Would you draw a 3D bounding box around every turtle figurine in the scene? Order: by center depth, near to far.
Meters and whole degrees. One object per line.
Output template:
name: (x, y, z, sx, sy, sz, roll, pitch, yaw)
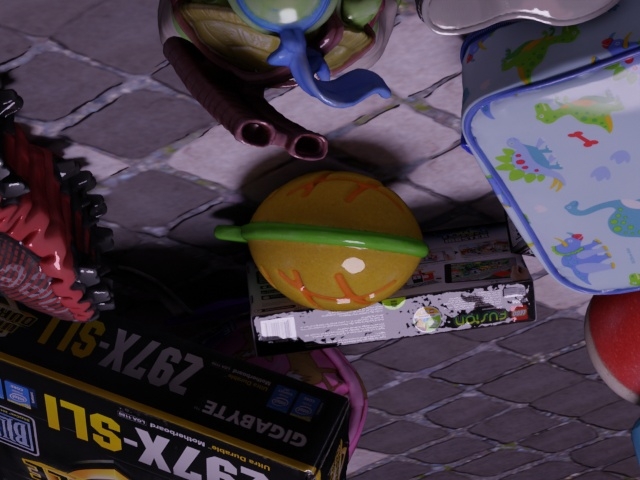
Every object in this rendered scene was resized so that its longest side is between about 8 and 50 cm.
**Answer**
turtle figurine: (-0.022, -0.180, 0.998, 0.198, 0.274, 0.266, -30, 177, -5)

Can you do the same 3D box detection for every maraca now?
maraca: (0.000, 0.000, 1.410, 0.127, 0.099, 0.186, 11, 175, -29)

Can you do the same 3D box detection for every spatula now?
spatula: (-0.143, 0.033, 1.509, 0.084, 0.030, 0.296, -20, 154, 41)

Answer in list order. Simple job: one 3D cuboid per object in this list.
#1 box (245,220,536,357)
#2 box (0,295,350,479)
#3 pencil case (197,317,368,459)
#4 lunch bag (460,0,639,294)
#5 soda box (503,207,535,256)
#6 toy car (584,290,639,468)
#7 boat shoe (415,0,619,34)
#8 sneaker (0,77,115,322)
box: (0.050, 0.035, 1.483, 0.207, 0.114, 0.036, -7, 113, -1)
box: (-0.138, 0.166, 1.510, 0.322, 0.079, 0.257, 19, 142, 13)
pencil case: (-0.072, 0.205, 1.760, 0.167, 0.160, 0.386, 28, 154, 4)
lunch bag: (0.192, -0.064, 1.268, 0.176, 0.090, 0.219, -17, 135, 21)
soda box: (0.207, -0.043, 1.423, 0.060, 0.053, 0.169, 9, 151, -35)
toy car: (0.322, 0.029, 1.428, 0.210, 0.219, 0.238, 0, 151, -18)
boat shoe: (0.118, -0.149, 1.183, 0.125, 0.038, 0.046, -13, 114, -3)
sneaker: (-0.225, -0.016, 1.296, 0.135, 0.097, 0.276, -14, 153, 11)
